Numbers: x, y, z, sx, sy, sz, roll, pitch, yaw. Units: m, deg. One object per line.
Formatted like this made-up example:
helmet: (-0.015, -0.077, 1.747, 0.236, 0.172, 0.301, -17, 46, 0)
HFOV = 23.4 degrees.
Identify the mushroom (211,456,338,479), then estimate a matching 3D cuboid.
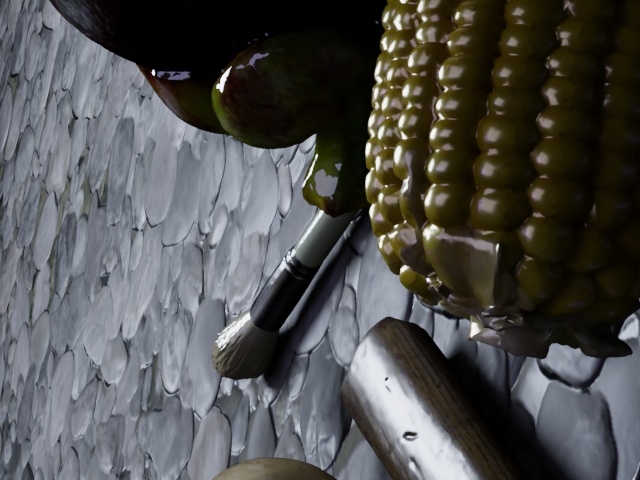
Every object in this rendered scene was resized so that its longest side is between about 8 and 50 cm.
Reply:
mushroom: (-0.024, 0.199, 0.825, 0.166, 0.127, 0.166, 159, 90, -83)

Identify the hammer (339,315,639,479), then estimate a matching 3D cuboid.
hammer: (0.089, 0.136, 0.687, 0.409, 0.095, 0.242, -122, 46, -66)

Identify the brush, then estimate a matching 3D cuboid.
brush: (0.000, 0.000, 1.003, 0.299, 0.042, 0.039, -55, 32, 39)

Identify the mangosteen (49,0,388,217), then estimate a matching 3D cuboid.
mangosteen: (-0.016, -0.204, 0.828, 0.313, 0.297, 0.297, 41, 125, 26)

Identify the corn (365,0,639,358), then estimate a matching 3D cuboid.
corn: (0.100, -0.141, 0.677, 0.144, 0.144, 0.387, 166, 111, -66)
